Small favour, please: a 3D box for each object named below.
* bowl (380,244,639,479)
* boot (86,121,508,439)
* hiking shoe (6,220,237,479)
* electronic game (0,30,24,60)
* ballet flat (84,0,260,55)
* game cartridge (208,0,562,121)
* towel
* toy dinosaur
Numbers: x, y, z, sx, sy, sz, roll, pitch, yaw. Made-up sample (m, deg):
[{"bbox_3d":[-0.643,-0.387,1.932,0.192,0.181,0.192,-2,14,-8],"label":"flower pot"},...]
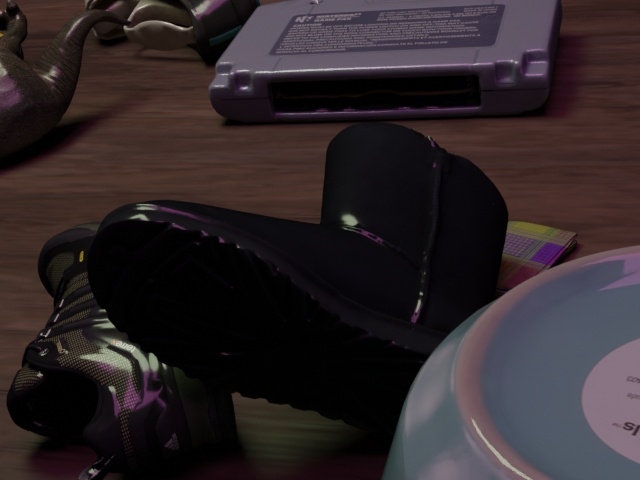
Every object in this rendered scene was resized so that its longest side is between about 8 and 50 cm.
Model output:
[{"bbox_3d":[0.149,0.113,0.498,0.312,0.163,0.311,-8,30,4],"label":"bowl"},{"bbox_3d":[0.000,0.000,0.714,0.247,0.094,0.207,23,35,-11],"label":"boot"},{"bbox_3d":[-0.144,0.061,0.739,0.114,0.086,0.227,-21,33,-24],"label":"hiking shoe"},{"bbox_3d":[-0.412,-0.163,1.222,0.229,0.048,0.229,-7,31,4],"label":"electronic game"},{"bbox_3d":[-0.185,-0.251,1.265,0.280,0.095,0.096,21,55,41],"label":"ballet flat"},{"bbox_3d":[0.066,-0.173,1.100,0.294,0.060,0.196,0,36,16],"label":"game cartridge"},{"bbox_3d":[0.129,0.012,0.815,0.060,0.009,0.083,14,37,35],"label":"towel"},{"bbox_3d":[-0.308,-0.122,1.079,0.314,0.121,0.160,-16,65,-31],"label":"toy dinosaur"}]
